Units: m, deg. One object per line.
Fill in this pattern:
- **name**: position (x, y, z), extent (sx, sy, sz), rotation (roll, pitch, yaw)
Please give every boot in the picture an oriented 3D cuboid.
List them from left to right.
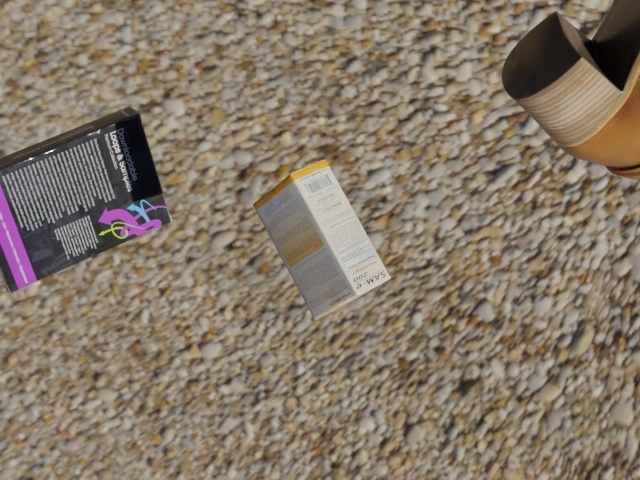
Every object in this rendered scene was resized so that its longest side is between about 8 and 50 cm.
- **boot**: position (0.307, -0.142, 0.890), extent (0.283, 0.220, 0.109), rotation (-39, 46, 28)

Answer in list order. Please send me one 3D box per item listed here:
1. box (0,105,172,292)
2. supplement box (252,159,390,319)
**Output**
- **box**: position (-0.220, -0.037, 1.026), extent (0.029, 0.162, 0.116), rotation (41, 149, 51)
- **supplement box**: position (0.000, 0.000, 0.836), extent (0.062, 0.036, 0.098), rotation (-33, 84, 53)
